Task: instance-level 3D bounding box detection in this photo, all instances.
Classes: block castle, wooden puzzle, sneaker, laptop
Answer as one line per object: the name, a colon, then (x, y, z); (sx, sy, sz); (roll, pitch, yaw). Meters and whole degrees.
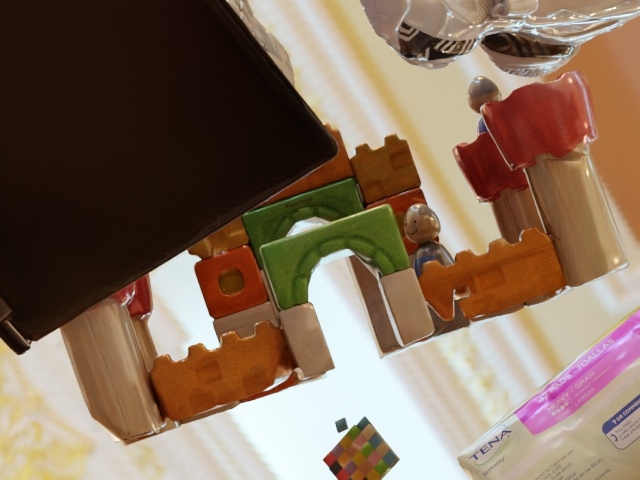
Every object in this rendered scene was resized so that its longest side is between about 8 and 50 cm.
block castle: (0.000, 0.000, 1.576); (0.453, 0.303, 0.213); (-19, -95, -3)
wooden puzzle: (0.032, 0.170, 1.509); (0.049, 0.083, 0.006); (-49, -36, 10)
sneaker: (-0.083, -0.158, 1.490); (0.065, 0.061, 0.158); (-23, -58, 21)
laptop: (-0.249, -0.144, 1.314); (0.382, 0.236, 0.408); (52, -10, -18)
sneaker: (0.171, -0.234, 1.539); (0.210, 0.366, 0.137); (-29, -106, 27)

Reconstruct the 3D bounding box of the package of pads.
package of pads: (0.243, 0.151, 1.254); (0.229, 0.101, 0.296); (-39, -39, -1)
